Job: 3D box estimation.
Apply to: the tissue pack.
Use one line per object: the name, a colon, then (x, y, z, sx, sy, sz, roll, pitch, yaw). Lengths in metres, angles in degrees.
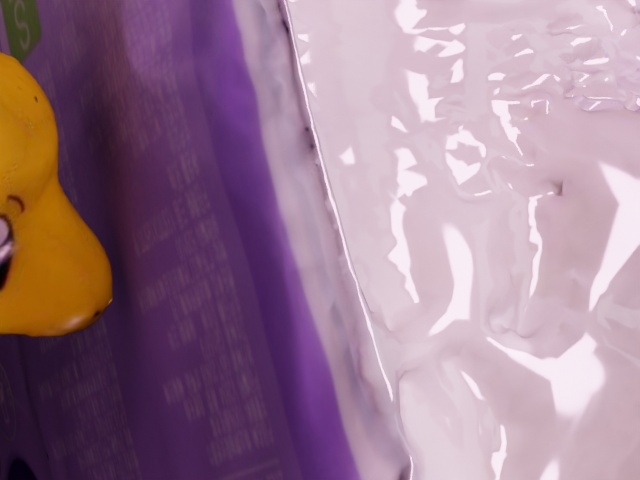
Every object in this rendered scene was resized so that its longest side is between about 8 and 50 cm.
tissue pack: (0.000, 0.000, 0.534, 0.160, 0.338, 0.242, -12, 82, -25)

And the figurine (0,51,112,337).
figurine: (-0.136, 0.002, 0.449, 0.122, 0.176, 0.121, 48, 29, -24)
